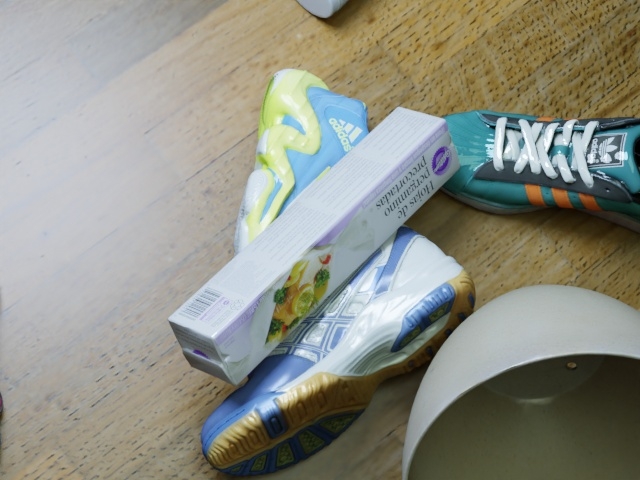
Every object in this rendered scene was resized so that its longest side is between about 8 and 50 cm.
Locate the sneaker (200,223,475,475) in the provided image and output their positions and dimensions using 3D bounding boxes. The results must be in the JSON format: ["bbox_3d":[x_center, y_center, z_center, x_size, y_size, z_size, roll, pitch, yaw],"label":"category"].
[{"bbox_3d":[-0.002,0.098,1.485,0.296,0.112,0.131,-34,59,-16],"label":"sneaker"}]

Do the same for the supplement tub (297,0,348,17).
[{"bbox_3d":[0.022,-0.283,1.612,0.071,0.071,0.107,42,71,6],"label":"supplement tub"}]

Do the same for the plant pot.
[{"bbox_3d":[0.206,0.149,1.425,0.284,0.284,0.191,5,34,-7],"label":"plant pot"}]

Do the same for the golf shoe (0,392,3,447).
[{"bbox_3d":[-0.334,0.071,1.421,0.105,0.120,0.272,-12,73,-10],"label":"golf shoe"}]

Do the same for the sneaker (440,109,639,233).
[{"bbox_3d":[0.251,-0.081,1.556,0.302,0.121,0.108,10,71,-6],"label":"sneaker"}]

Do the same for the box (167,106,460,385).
[{"bbox_3d":[0.000,0.000,1.453,0.067,0.063,0.324,20,53,41],"label":"box"}]

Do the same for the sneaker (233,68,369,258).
[{"bbox_3d":[-0.008,-0.049,1.523,0.126,0.091,0.240,13,70,-5],"label":"sneaker"}]
